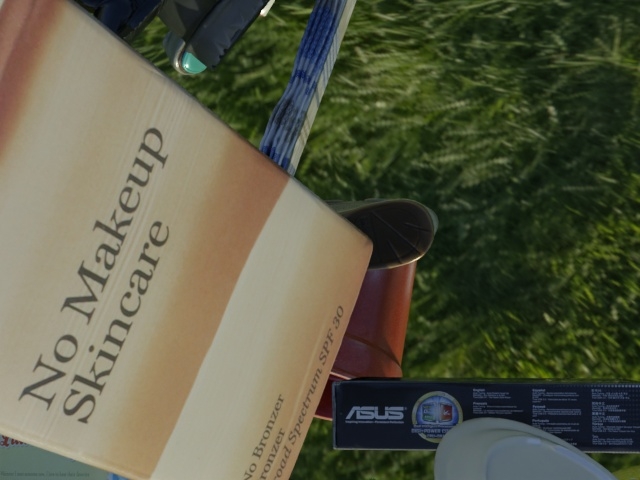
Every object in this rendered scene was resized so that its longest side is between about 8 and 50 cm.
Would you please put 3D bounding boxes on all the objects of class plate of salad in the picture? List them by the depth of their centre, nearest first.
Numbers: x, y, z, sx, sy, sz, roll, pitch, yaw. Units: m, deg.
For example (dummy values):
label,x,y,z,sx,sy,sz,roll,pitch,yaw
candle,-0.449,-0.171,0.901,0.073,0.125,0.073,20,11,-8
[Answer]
label,x,y,z,sx,sy,sz,roll,pitch,yaw
plate of salad,0.156,0.196,0.803,0.199,0.200,0.048,26,118,-8

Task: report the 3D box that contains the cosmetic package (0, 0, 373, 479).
label,x,y,z,sx,sy,sz,roll,pitch,yaw
cosmetic package,-0.117,0.000,0.487,0.129,0.296,0.153,14,77,36

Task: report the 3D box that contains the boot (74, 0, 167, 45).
label,x,y,z,sx,sy,sz,roll,pitch,yaw
boot,-0.203,-0.208,1.074,0.099,0.045,0.121,38,67,-3

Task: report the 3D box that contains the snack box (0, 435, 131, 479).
label,x,y,z,sx,sy,sz,roll,pitch,yaw
snack box,-0.238,0.219,0.986,0.060,0.322,0.187,10,76,-43

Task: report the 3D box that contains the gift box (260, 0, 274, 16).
label,x,y,z,sx,sy,sz,roll,pitch,yaw
gift box,-0.148,-0.487,1.720,0.255,0.276,0.258,19,122,-28

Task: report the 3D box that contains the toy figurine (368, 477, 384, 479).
label,x,y,z,sx,sy,sz,roll,pitch,yaw
toy figurine,0.004,0.387,1.676,0.159,0.173,0.130,-1,59,-10

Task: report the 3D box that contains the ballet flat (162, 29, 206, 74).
label,x,y,z,sx,sy,sz,roll,pitch,yaw
ballet flat,-0.117,-0.289,1.409,0.072,0.068,0.213,12,123,-46

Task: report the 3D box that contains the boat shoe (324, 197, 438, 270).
label,x,y,z,sx,sy,sz,roll,pitch,yaw
boat shoe,0.000,0.000,1.552,0.302,0.098,0.109,-9,95,14

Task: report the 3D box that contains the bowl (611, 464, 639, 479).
label,x,y,z,sx,sy,sz,roll,pitch,yaw
bowl,0.363,0.378,1.492,0.156,0.289,0.289,37,97,-15

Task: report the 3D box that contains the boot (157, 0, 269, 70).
label,x,y,z,sx,sy,sz,roll,pitch,yaw
boot,-0.179,-0.407,1.092,0.445,0.146,0.367,40,128,-8

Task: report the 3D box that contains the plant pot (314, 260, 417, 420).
label,x,y,z,sx,sy,sz,roll,pitch,yaw
plant pot,0.028,0.121,1.935,0.272,0.272,0.265,20,68,-7

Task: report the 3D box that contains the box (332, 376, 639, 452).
label,x,y,z,sx,sy,sz,roll,pitch,yaw
box,0.155,0.154,1.103,0.270,0.216,0.060,-1,84,8

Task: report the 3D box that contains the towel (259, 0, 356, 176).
label,x,y,z,sx,sy,sz,roll,pitch,yaw
towel,-0.015,-0.160,1.261,0.034,0.209,0.285,20,91,2
